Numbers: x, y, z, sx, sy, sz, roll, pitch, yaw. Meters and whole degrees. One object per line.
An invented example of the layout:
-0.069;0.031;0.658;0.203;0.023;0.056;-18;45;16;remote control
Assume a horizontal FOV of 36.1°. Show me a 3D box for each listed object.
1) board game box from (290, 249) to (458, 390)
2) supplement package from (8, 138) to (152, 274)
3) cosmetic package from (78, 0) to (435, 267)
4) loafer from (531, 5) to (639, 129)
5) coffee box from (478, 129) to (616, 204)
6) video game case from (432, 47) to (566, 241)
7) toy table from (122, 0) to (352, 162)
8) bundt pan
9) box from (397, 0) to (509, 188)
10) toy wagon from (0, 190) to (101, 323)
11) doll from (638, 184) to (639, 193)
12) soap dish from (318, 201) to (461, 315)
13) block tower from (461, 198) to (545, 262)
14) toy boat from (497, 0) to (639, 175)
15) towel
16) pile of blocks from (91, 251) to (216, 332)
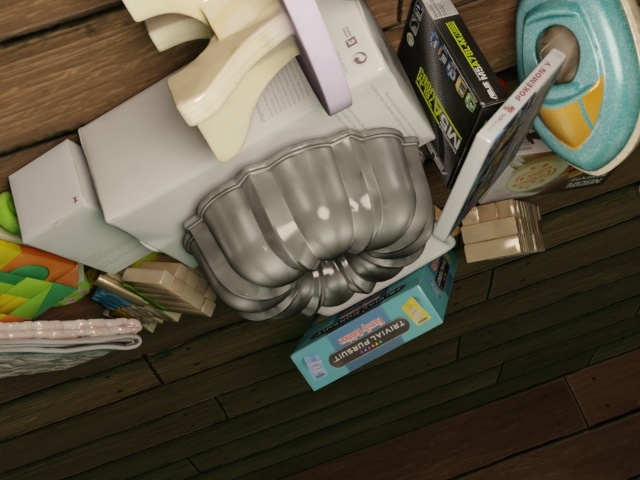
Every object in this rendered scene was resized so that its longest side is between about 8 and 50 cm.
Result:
0.106;0.114;1.740;0.254;0.079;0.336;-31;-172;19;board game box
-0.302;-0.040;1.294;0.105;0.105;0.179;-28;154;17;supplement package
-0.077;-0.134;1.230;0.385;0.156;0.217;-26;154;12;cosmetic package
0.429;-0.254;1.425;0.320;0.112;0.111;-30;150;12;loafer
0.373;-0.150;1.602;0.247;0.098;0.141;-9;153;-23;coffee box
0.213;-0.113;1.188;0.183;0.023;0.201;-47;165;-31;video game case
-0.091;-0.216;0.984;0.161;0.252;0.274;-28;115;0;toy table
0.000;0.000;1.234;0.331;0.124;0.331;-19;160;-7;bundt pan
0.158;-0.192;1.250;0.045;0.190;0.184;-16;155;-18;box
-0.443;0.049;1.404;0.267;0.068;0.344;-32;152;22;toy wagon
0.710;-0.141;1.943;0.129;0.046;0.189;6;143;-42;doll
0.052;-0.007;1.592;0.291;0.118;0.229;-30;146;19;soap dish
0.323;-0.016;1.711;0.097;0.090;0.335;-11;177;18;block tower
0.284;-0.205;1.302;0.148;0.267;0.318;-21;-171;-38;toy boat
-0.492;0.176;1.537;0.332;0.053;0.317;2;165;-40;towel
-0.260;0.050;1.486;0.149;0.112;0.362;29;158;-20;pile of blocks
